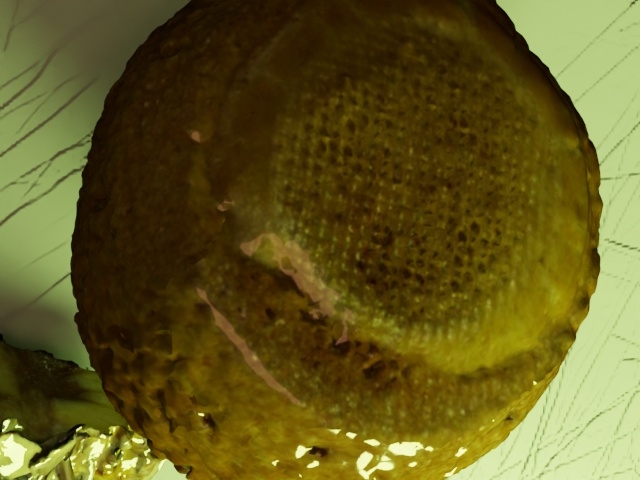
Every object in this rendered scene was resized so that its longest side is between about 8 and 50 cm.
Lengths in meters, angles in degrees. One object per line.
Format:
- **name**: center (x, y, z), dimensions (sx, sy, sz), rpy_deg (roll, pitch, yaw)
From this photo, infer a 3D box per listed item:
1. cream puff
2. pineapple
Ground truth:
- **cream puff**: center (0.000, 0.000, 0.612), dimensions (0.303, 0.212, 0.303), rpy_deg (7, 75, -29)
- **pineapple**: center (-0.234, 0.140, 0.640), dimensions (0.334, 0.158, 0.161), rpy_deg (19, 99, -15)
